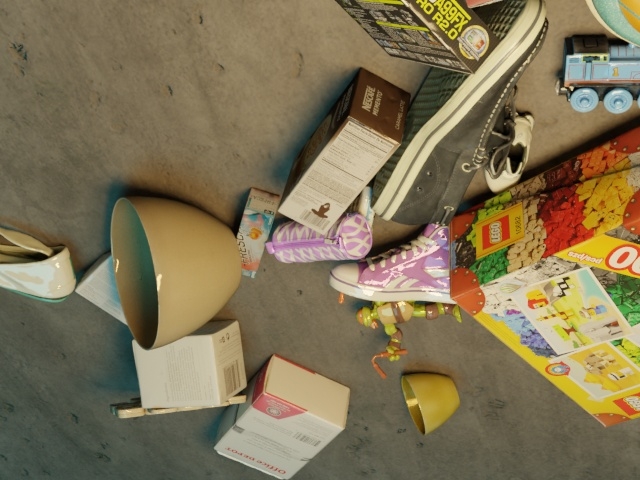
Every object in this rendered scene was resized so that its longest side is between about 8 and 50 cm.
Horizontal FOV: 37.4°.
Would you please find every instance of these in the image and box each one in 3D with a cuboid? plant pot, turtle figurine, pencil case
[{"bbox_3d":[0.242,0.339,2.028,0.095,0.134,0.134,-19,134,-8],"label":"plant pot"},{"bbox_3d":[0.163,0.141,1.858,0.217,0.087,0.269,-13,115,11],"label":"turtle figurine"},{"bbox_3d":[-0.258,0.048,1.764,0.191,0.284,0.284,-9,143,-26],"label":"plant pot"},{"bbox_3d":[0.000,0.000,1.697,0.206,0.088,0.086,-7,108,49],"label":"pencil case"}]

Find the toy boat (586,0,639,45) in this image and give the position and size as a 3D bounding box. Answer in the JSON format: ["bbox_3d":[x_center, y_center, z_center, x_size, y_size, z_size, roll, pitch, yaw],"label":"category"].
[{"bbox_3d":[0.495,-0.371,1.226,0.268,0.148,0.318,20,136,-8],"label":"toy boat"}]

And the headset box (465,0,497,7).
[{"bbox_3d":[0.203,-0.450,1.161,0.110,0.218,0.293,-11,130,22],"label":"headset box"}]

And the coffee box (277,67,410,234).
[{"bbox_3d":[0.037,-0.144,1.564,0.098,0.141,0.246,27,133,-13],"label":"coffee box"}]

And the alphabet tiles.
[{"bbox_3d":[-0.315,0.361,2.089,0.284,0.021,0.278,-4,178,-22],"label":"alphabet tiles"}]

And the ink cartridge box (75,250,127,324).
[{"bbox_3d":[-0.366,0.076,1.952,0.181,0.056,0.225,38,114,-24],"label":"ink cartridge box"}]

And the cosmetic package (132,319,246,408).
[{"bbox_3d":[-0.274,0.260,1.992,0.184,0.151,0.151,-5,96,17],"label":"cosmetic package"}]

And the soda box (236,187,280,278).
[{"bbox_3d":[-0.127,-0.011,1.788,0.058,0.063,0.183,16,136,-3],"label":"soda box"}]

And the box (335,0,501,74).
[{"bbox_3d":[0.098,-0.330,1.289,0.216,0.270,0.060,41,89,-25],"label":"box"}]

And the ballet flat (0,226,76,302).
[{"bbox_3d":[-0.694,0.025,1.923,0.400,0.139,0.139,10,136,-4],"label":"ballet flat"}]

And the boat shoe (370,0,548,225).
[{"bbox_3d":[0.230,-0.183,1.455,0.156,0.186,0.500,20,142,-7],"label":"boat shoe"}]

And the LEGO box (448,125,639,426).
[{"bbox_3d":[0.515,0.085,1.615,0.372,0.193,0.500,-28,129,33],"label":"LEGO box"}]

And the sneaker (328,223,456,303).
[{"bbox_3d":[0.158,0.025,1.717,0.282,0.102,0.161,1,110,-8],"label":"sneaker"}]

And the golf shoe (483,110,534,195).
[{"bbox_3d":[0.307,-0.127,1.560,0.069,0.086,0.176,6,137,4],"label":"golf shoe"}]

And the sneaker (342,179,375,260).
[{"bbox_3d":[0.058,-0.038,1.719,0.083,0.071,0.190,16,136,5],"label":"sneaker"}]

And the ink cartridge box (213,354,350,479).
[{"bbox_3d":[-0.092,0.410,2.166,0.207,0.117,0.283,26,134,-14],"label":"ink cartridge box"}]

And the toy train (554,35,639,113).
[{"bbox_3d":[0.446,-0.250,1.412,0.184,0.080,0.105,2,129,11],"label":"toy train"}]
